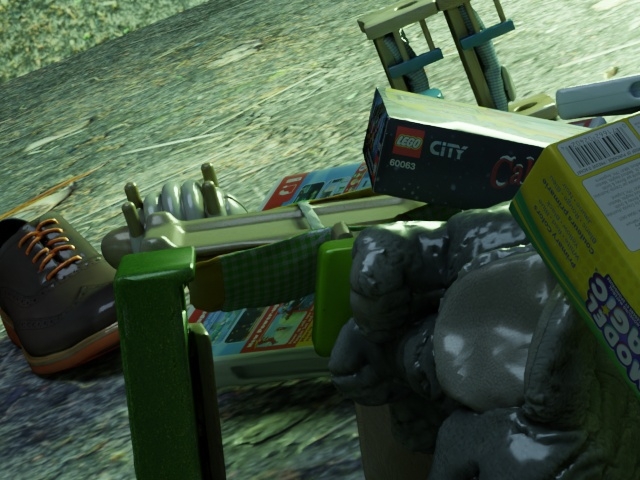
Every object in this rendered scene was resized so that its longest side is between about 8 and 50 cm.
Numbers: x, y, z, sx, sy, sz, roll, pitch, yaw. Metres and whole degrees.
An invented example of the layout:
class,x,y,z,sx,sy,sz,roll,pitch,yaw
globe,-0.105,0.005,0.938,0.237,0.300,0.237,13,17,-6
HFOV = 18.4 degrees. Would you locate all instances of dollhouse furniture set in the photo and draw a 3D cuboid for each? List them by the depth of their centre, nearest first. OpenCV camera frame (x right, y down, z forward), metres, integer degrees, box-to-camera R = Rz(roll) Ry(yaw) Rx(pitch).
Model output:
class,x,y,z,sx,sy,sz,roll,pitch,yaw
dollhouse furniture set,-0.008,0.062,1.135,0.198,0.151,0.301,-8,7,-2
dollhouse furniture set,0.120,-0.130,1.568,0.129,0.129,0.183,-22,14,1

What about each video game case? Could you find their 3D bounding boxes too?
class,x,y,z,sx,sy,sz,roll,pitch,yaw
video game case,0.038,0.011,1.292,0.285,0.025,0.204,-9,37,41
video game case,0.280,-0.110,1.329,0.193,0.023,0.212,-9,1,24

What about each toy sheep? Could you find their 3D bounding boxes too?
class,x,y,z,sx,sy,sz,roll,pitch,yaw
toy sheep,-0.096,-0.006,1.441,0.132,0.091,0.091,-13,16,6

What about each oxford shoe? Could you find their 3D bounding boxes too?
class,x,y,z,sx,sy,sz,roll,pitch,yaw
oxford shoe,-0.206,0.035,1.519,0.097,0.098,0.271,-28,16,-21

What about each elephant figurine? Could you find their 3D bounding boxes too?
class,x,y,z,sx,sy,sz,roll,pitch,yaw
elephant figurine,0.100,0.085,0.863,0.169,0.186,0.239,8,21,-13

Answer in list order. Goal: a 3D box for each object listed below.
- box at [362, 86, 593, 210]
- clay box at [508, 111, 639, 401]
class,x,y,z,sx,sy,sz,roll,pitch,yaw
box,0.143,-0.037,1.125,0.233,0.044,0.159,11,11,-2
clay box,0.188,0.043,0.781,0.127,0.222,0.053,-20,-24,-28
